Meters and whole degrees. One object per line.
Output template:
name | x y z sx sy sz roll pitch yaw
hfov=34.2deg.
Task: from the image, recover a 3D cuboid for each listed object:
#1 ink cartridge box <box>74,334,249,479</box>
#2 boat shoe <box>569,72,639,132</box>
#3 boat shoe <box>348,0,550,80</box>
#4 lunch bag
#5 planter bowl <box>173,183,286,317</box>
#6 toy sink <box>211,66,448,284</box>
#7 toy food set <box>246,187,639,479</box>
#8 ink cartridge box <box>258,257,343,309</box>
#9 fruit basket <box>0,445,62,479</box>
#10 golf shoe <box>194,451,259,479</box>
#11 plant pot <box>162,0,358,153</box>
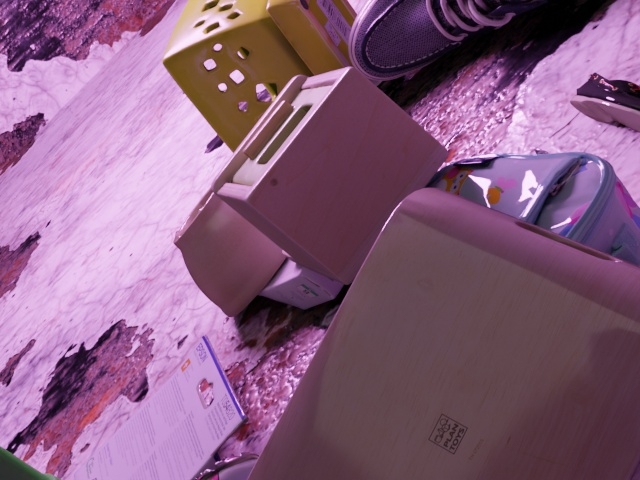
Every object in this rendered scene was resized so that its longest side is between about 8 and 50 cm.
ink cartridge box | -0.162 0.229 1.089 0.224 0.045 0.223 -47 23 2
boat shoe | 0.277 -0.128 0.951 0.042 0.049 0.133 -53 21 4
boat shoe | 0.175 -0.297 1.254 0.340 0.127 0.158 -36 20 18
lunch bag | 0.133 0.046 0.847 0.279 0.108 0.224 -55 27 -19
planter bowl | -0.104 -0.006 1.231 0.162 0.109 0.162 -50 13 15
toy sink | -0.007 -0.067 1.002 0.153 0.131 0.234 -52 14 -5
toy food set | 0.097 0.131 0.677 0.220 0.092 0.306 26 85 32
ink cartridge box | 0.000 0.000 1.204 0.181 0.056 0.225 -57 11 -22
fruit basket | -0.362 0.325 0.875 0.392 0.392 0.283 -30 23 30
golf shoe | -0.106 0.277 0.939 0.086 0.067 0.186 35 75 32
plant pot | -0.058 -0.266 1.465 0.207 0.228 0.227 -25 32 26
